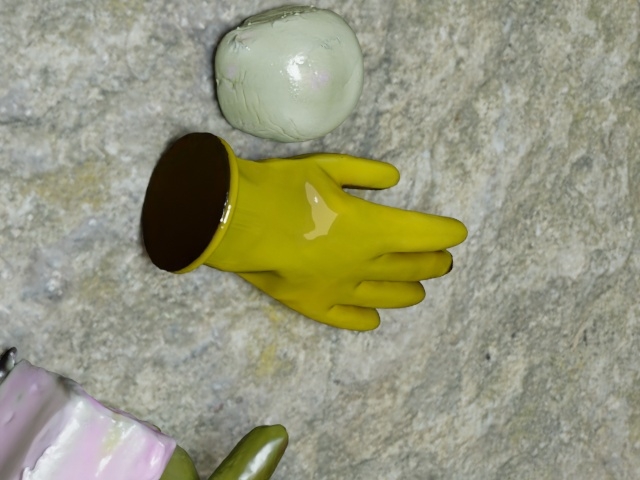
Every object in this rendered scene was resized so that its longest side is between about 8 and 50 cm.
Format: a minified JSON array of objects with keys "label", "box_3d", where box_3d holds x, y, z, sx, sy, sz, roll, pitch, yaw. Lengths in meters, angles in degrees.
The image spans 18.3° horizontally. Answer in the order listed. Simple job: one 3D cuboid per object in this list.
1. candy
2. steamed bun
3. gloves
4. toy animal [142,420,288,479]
[{"label":"candy","box_3d":[-0.244,0.231,1.566,0.116,0.155,0.265,37,79,-33]},{"label":"steamed bun","box_3d":[-0.019,-0.138,1.673,0.130,0.091,0.112,-15,108,-28]},{"label":"gloves","box_3d":[-0.001,0.001,1.711,0.294,0.116,0.133,16,131,-38]},{"label":"toy animal","box_3d":[-0.053,0.267,1.585,0.180,0.363,0.181,-40,121,-35]}]
